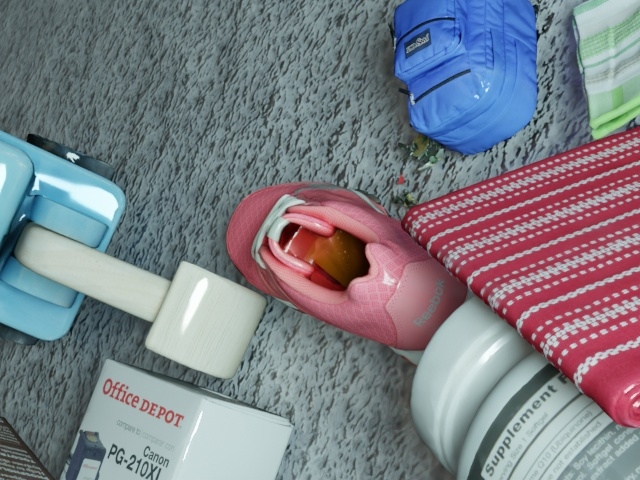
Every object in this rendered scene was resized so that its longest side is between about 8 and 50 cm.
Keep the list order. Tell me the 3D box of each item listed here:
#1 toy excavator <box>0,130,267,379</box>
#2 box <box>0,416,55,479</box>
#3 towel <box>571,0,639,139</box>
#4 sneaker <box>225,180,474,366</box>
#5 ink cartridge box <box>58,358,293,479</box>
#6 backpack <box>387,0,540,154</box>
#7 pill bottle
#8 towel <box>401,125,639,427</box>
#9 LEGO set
[{"bbox_3d":[-0.285,0.004,1.133,0.222,0.433,0.445,-65,9,-3],"label":"toy excavator"},{"bbox_3d":[-0.275,0.275,0.901,0.381,0.143,0.191,29,94,54],"label":"box"},{"bbox_3d":[0.218,-0.142,0.779,0.113,0.023,0.152,-36,26,30],"label":"towel"},{"bbox_3d":[0.000,0.000,0.899,0.314,0.136,0.116,21,85,53],"label":"sneaker"},{"bbox_3d":[-0.141,0.231,0.959,0.172,0.100,0.237,10,77,52],"label":"ink cartridge box"},{"bbox_3d":[0.104,-0.130,0.884,0.098,0.101,0.120,-30,52,45],"label":"backpack"},{"bbox_3d":[0.170,0.138,0.598,0.162,0.162,0.278,-57,37,9],"label":"pill bottle"},{"bbox_3d":[0.179,0.004,0.637,0.199,0.031,0.275,-19,24,-11],"label":"towel"},{"bbox_3d":[0.082,-0.065,0.940,0.054,0.023,0.083,47,120,53],"label":"LEGO set"}]
